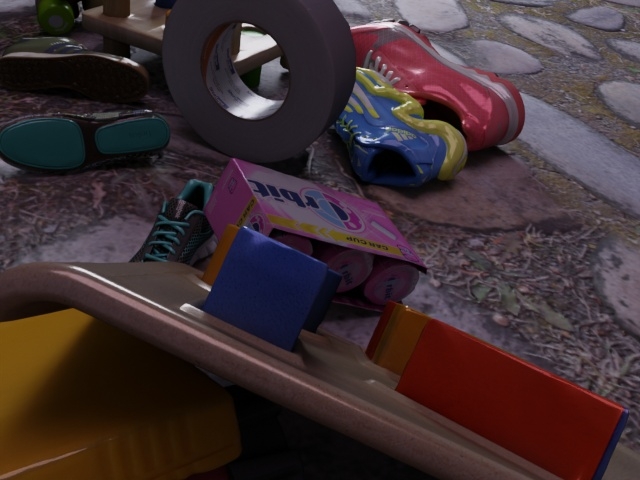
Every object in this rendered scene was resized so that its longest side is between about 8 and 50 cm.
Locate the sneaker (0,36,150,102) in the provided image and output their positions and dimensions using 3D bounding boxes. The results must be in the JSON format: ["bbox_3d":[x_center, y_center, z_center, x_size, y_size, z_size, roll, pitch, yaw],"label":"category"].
[{"bbox_3d":[-0.313,-0.231,1.012,0.192,0.064,0.086,4,39,-5],"label":"sneaker"}]

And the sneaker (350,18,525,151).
[{"bbox_3d":[0.118,-0.212,1.065,0.313,0.116,0.136,30,39,26],"label":"sneaker"}]

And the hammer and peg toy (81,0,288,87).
[{"bbox_3d":[-0.139,-0.330,1.157,0.265,0.127,0.361,22,35,19],"label":"hammer and peg toy"}]

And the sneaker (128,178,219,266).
[{"bbox_3d":[-0.138,-0.001,0.715,0.065,0.076,0.166,14,34,6],"label":"sneaker"}]

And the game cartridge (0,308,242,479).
[{"bbox_3d":[-0.248,0.112,0.436,0.323,0.053,0.285,-14,17,-29],"label":"game cartridge"}]

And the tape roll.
[{"bbox_3d":[-0.071,-0.203,0.904,0.219,0.219,0.072,20,34,14],"label":"tape roll"}]

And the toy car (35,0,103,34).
[{"bbox_3d":[-0.330,-0.393,1.197,0.188,0.149,0.155,6,44,-29],"label":"toy car"}]

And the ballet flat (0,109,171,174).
[{"bbox_3d":[-0.262,-0.110,0.867,0.188,0.070,0.070,-5,37,-25],"label":"ballet flat"}]

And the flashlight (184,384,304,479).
[{"bbox_3d":[-0.163,0.165,0.450,0.304,0.103,0.103,-11,65,-23],"label":"flashlight"}]

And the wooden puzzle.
[{"bbox_3d":[0.023,0.061,0.480,0.347,0.081,0.322,20,-2,-1],"label":"wooden puzzle"}]

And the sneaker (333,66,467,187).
[{"bbox_3d":[0.059,-0.141,0.965,0.240,0.091,0.126,30,39,25],"label":"sneaker"}]

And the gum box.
[{"bbox_3d":[0.000,0.000,0.717,0.188,0.062,0.107,14,28,-37],"label":"gum box"}]
